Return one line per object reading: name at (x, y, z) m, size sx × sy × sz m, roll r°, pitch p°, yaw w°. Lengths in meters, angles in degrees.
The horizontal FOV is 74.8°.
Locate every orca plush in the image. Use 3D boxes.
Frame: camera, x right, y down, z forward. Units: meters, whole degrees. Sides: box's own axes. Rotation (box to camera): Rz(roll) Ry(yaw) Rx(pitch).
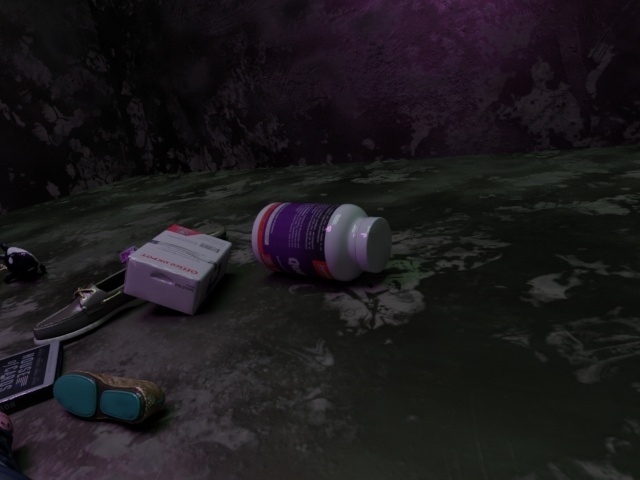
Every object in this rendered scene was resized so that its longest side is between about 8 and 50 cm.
orca plush at (-1.022, 0.084, 1.379) m, size 0.287 × 0.151 × 0.102 m, roll 8°, pitch 57°, yaw 34°

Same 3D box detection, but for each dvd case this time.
dvd case at (-0.604, 0.271, 0.757) m, size 0.238 × 0.030 × 0.179 m, roll -19°, pitch 22°, yaw -24°

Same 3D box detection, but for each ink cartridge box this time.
ink cartridge box at (-0.340, 0.063, 1.031) m, size 0.171 × 0.100 × 0.237 m, roll 18°, pitch 21°, yaw 0°

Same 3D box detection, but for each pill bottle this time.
pill bottle at (0.000, 0.000, 1.019) m, size 0.322 × 0.182 × 0.181 m, roll 5°, pitch 24°, yaw 35°

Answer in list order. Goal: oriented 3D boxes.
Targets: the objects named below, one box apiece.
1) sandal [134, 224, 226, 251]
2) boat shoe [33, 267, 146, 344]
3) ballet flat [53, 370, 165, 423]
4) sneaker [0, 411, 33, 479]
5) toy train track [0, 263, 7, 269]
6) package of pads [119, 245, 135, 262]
sandal at (-0.475, -0.015, 1.423) m, size 0.302 × 0.087 × 0.120 m, roll -16°, pitch 20°, yaw -20°
boat shoe at (-0.528, 0.140, 0.997) m, size 0.109 × 0.091 × 0.305 m, roll 5°, pitch 24°, yaw 36°
ballet flat at (-0.333, 0.248, 0.669) m, size 0.206 × 0.073 × 0.067 m, roll 3°, pitch -5°, yaw 25°
sneaker at (-0.446, 0.277, 0.542) m, size 0.318 × 0.112 × 0.131 m, roll 0°, pitch 24°, yaw 23°
toy train track at (-1.164, 0.094, 1.540) m, size 0.083 × 0.014 × 0.048 m, roll 7°, pitch 24°, yaw 39°
package of pads at (-0.632, 0.043, 1.413) m, size 0.050 × 0.032 × 0.083 m, roll -8°, pitch 19°, yaw 12°
